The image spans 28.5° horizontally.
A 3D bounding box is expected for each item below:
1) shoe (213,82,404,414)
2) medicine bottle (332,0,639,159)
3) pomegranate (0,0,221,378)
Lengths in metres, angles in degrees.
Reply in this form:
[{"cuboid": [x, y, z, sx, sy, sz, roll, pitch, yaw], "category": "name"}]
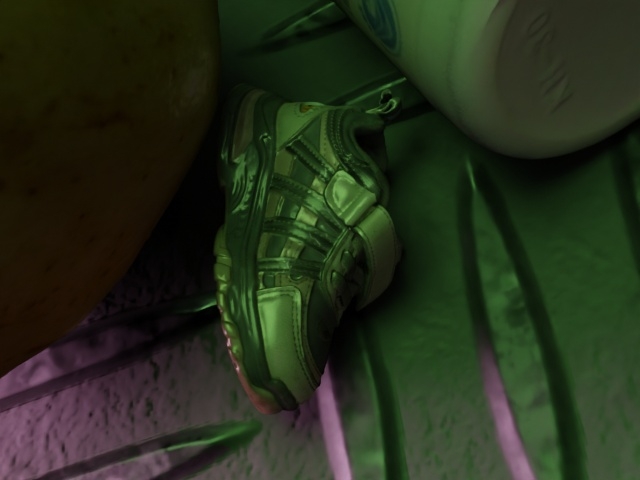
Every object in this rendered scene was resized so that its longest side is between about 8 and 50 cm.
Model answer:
[{"cuboid": [0.000, 0.000, 0.631, 0.092, 0.089, 0.180, -7, 60, 9], "category": "shoe"}, {"cuboid": [0.063, -0.187, 0.654, 0.170, 0.170, 0.293, -37, 52, 2], "category": "medicine bottle"}, {"cuboid": [-0.225, -0.105, 0.651, 0.410, 0.410, 0.410, -13, 56, 20], "category": "pomegranate"}]
